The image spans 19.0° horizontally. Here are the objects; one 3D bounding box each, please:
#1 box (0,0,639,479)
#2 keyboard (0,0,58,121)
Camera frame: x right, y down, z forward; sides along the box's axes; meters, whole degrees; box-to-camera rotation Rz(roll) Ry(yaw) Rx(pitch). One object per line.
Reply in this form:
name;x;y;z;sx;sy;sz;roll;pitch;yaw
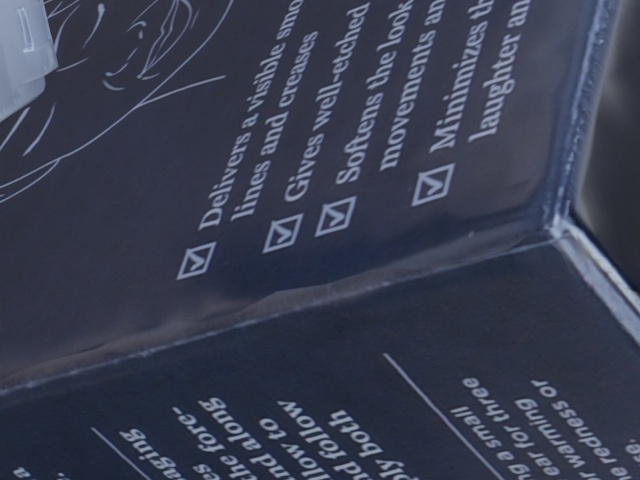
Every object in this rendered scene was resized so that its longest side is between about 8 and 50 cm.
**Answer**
box;0.000;0.000;0.683;0.395;0.212;0.294;-16;40;37
keyboard;-0.110;-0.152;0.480;0.014;0.256;0.072;-5;16;20
